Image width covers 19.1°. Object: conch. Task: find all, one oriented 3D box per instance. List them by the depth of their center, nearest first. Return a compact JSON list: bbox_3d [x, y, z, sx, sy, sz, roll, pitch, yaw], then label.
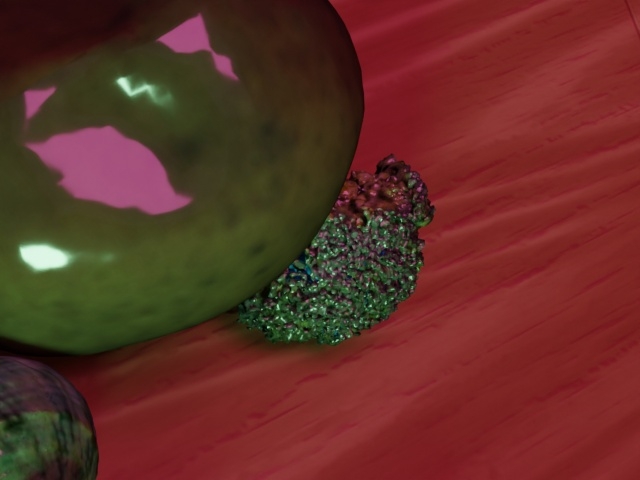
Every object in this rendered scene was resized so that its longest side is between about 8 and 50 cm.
[{"bbox_3d":[-0.211,0.159,1.235,0.176,0.122,0.188,27,51,-44],"label":"conch"}]

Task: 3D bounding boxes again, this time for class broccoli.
[{"bbox_3d":[0.000,0.000,1.461,0.160,0.167,0.154,34,10,28],"label":"broccoli"}]

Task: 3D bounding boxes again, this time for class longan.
[{"bbox_3d":[-0.135,-0.066,1.297,0.350,0.288,0.288,-29,77,-19],"label":"longan"}]
